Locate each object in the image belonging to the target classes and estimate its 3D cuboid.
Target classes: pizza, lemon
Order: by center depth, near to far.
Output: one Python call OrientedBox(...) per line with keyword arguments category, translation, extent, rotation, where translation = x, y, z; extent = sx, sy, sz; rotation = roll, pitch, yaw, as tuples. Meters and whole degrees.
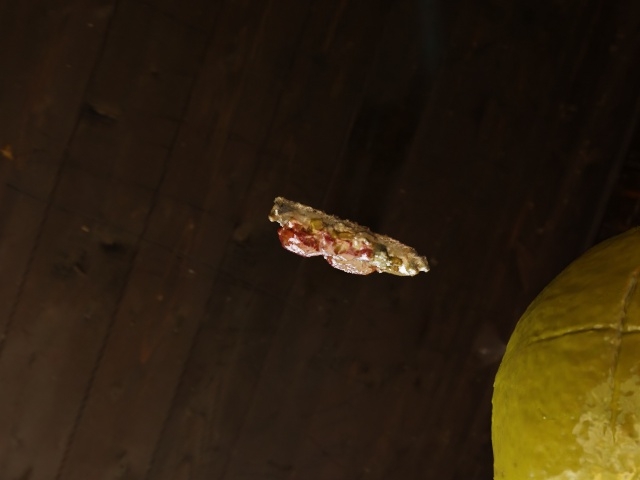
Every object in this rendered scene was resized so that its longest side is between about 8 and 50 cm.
OrientedBox(category="pizza", translation=(0.007, 0.004, 0.661), extent=(0.100, 0.099, 0.029), rotation=(23, -96, -10))
OrientedBox(category="lemon", translation=(0.271, 0.131, 0.799), extent=(0.297, 0.297, 0.297), rotation=(-17, -63, -37))
